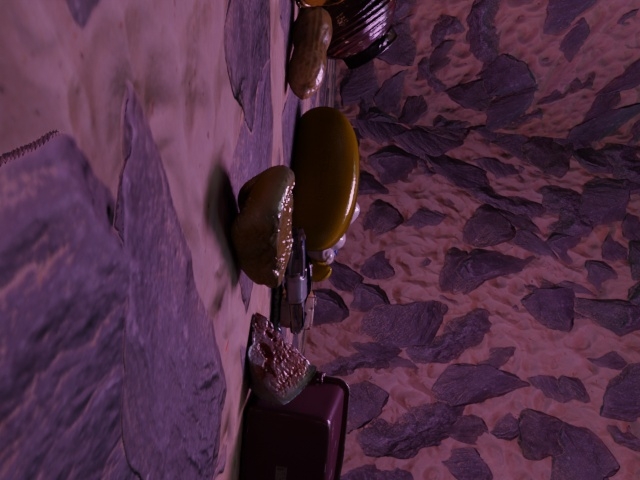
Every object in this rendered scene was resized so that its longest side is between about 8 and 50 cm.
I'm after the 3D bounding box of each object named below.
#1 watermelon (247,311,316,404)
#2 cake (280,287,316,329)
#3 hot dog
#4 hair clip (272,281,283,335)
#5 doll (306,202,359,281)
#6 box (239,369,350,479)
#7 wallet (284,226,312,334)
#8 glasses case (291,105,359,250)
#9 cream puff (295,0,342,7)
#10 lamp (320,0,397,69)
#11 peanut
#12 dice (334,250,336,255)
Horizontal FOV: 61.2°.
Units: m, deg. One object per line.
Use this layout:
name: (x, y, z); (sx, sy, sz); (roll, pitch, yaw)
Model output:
watermelon: (-0.078, 0.220, 0.959); (0.098, 0.121, 0.158); (-49, 147, -47)
cake: (-0.086, 0.177, 1.494); (0.225, 0.090, 0.109); (-171, -95, -73)
hot dog: (-0.077, -0.013, 0.711); (0.242, 0.073, 0.084); (98, 3, -65)
hair clip: (-0.093, 0.198, 1.285); (0.066, 0.036, 0.229); (-96, 180, -72)
doll: (0.000, 0.000, 1.544); (0.252, 0.111, 0.237); (-1, -114, 63)
box: (-0.057, 0.410, 1.046); (0.167, 0.193, 0.294); (-35, 132, -76)
wallet: (-0.053, 0.091, 1.277); (0.170, 0.069, 0.231); (-108, -165, -76)
glasses case: (0.013, -0.156, 1.388); (0.141, 0.173, 0.371); (44, 52, -82)
cream puff: (0.000, -0.502, 1.023); (0.133, 0.119, 0.104); (-26, -107, 61)
lamp: (0.064, -0.533, 1.268); (0.247, 0.247, 0.247); (6, 90, -88)
peanut: (-0.024, -0.381, 1.101); (0.089, 0.089, 0.193); (79, 21, -83)
dice: (-0.006, -0.026, 1.727); (0.146, 0.146, 0.143); (-55, 153, -78)
